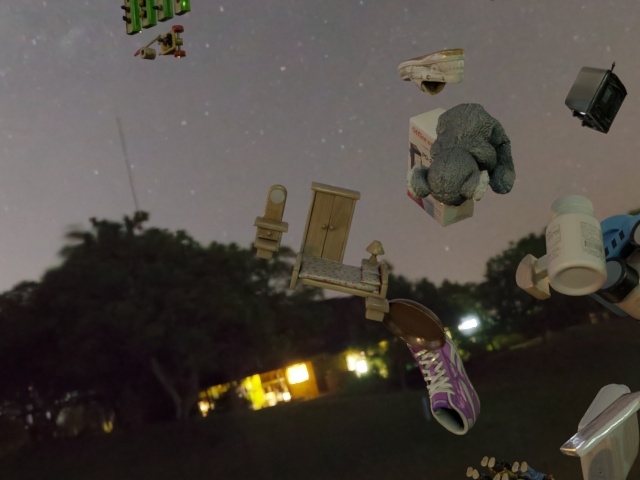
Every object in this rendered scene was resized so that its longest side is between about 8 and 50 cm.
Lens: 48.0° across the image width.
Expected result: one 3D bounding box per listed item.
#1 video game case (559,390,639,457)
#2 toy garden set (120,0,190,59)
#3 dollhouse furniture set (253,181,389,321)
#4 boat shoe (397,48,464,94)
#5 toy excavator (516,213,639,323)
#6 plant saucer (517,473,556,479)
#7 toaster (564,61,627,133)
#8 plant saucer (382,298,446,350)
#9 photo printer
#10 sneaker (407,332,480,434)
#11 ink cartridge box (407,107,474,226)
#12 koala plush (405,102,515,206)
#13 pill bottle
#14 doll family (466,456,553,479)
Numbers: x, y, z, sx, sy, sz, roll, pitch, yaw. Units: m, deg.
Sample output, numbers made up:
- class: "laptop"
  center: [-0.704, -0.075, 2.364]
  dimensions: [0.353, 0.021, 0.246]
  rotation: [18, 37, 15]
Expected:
- class: "video game case"
  center: [0.623, 0.403, 1.577]
  dimensions: [0.201, 0.023, 0.183]
  rotation: [-40, -16, -3]
- class: "toy garden set"
  center: [-0.394, -0.514, 1.676]
  dimensions: [0.244, 0.204, 0.049]
  rotation: [-3, 2, 44]
- class: "dollhouse furniture set"
  center: [0.000, 0.000, 1.515]
  dimensions: [0.303, 0.174, 0.355]
  rotation: [11, 16, -2]
- class: "boat shoe"
  center: [0.271, -0.411, 1.796]
  dimensions: [0.098, 0.096, 0.277]
  rotation: [-10, 9, -15]
- class: "toy excavator"
  center: [0.764, 0.064, 1.942]
  dimensions: [0.433, 0.222, 0.445]
  rotation: [-52, 21, 19]
- class: "plant saucer"
  center: [0.540, 0.721, 1.869]
  dimensions: [0.241, 0.241, 0.037]
  rotation: [-13, 16, -11]
- class: "toaster"
  center: [0.894, -0.463, 2.322]
  dimensions: [0.168, 0.186, 0.110]
  rotation: [25, 2, -45]
- class: "plant saucer"
  center: [0.213, 0.186, 1.636]
  dimensions: [0.029, 0.168, 0.168]
  rotation: [-53, 12, -29]
- class: "photo printer"
  center: [0.910, 0.613, 2.251]
  dimensions: [0.107, 0.256, 0.307]
  rotation: [-1, 19, 39]
- class: "sneaker"
  center: [0.282, 0.322, 1.692]
  dimensions: [0.102, 0.282, 0.161]
  rotation: [-35, -5, 25]
- class: "ink cartridge box"
  center: [0.302, -0.183, 1.788]
  dimensions: [0.100, 0.172, 0.237]
  rotation: [-20, -49, -19]
- class: "koala plush"
  center: [0.284, -0.154, 1.493]
  dimensions: [0.196, 0.203, 0.221]
  rotation: [11, 42, 28]
- class: "pill bottle"
  center: [0.608, 0.006, 1.722]
  dimensions: [0.131, 0.229, 0.131]
  rotation: [7, -39, 6]
- class: "doll family"
  center: [0.426, 0.527, 1.596]
  dimensions: [0.111, 0.076, 0.193]
  rotation: [39, -23, -26]
